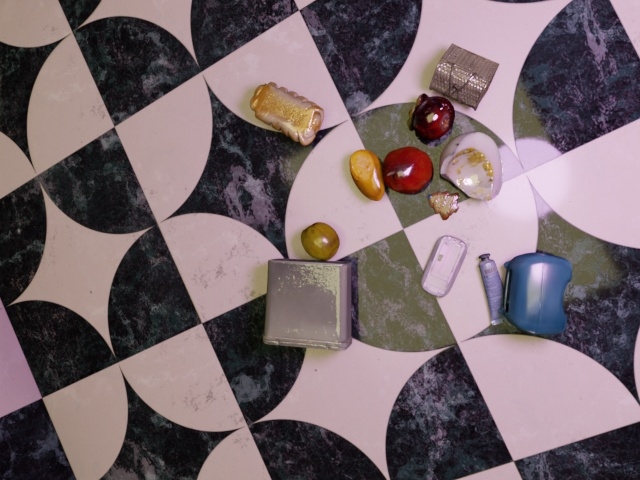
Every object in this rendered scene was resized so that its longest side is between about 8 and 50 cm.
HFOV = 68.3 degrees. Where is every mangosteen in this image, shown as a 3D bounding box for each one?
[{"bbox_3d":[0.410,-0.468,1.780,0.180,0.166,0.166,33,101,35],"label":"mangosteen"}]

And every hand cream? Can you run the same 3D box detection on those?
[{"bbox_3d":[0.661,0.184,1.801,0.091,0.058,0.272,-18,92,3],"label":"hand cream"}]

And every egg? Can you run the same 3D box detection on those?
[{"bbox_3d":[0.541,-0.283,1.751,0.271,0.161,0.206,36,75,-26],"label":"egg"}]

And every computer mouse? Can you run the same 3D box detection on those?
[{"bbox_3d":[0.479,0.100,1.838,0.125,0.056,0.245,22,99,13],"label":"computer mouse"}]

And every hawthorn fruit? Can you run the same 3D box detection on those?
[{"bbox_3d":[0.312,-0.265,1.781,0.189,0.251,0.190,6,99,41],"label":"hawthorn fruit"}]

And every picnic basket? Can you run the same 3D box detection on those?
[{"bbox_3d":[0.518,-0.588,1.719,0.196,0.134,0.154,30,59,11],"label":"picnic basket"}]

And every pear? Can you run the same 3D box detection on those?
[{"bbox_3d":[0.000,0.000,1.908,0.162,0.149,0.149,46,102,11],"label":"pear"}]

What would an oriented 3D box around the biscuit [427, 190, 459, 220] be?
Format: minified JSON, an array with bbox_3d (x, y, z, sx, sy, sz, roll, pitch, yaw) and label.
[{"bbox_3d":[0.477,-0.146,1.844,0.129,0.019,0.120,26,99,12],"label":"biscuit"}]

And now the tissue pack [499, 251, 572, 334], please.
[{"bbox_3d":[0.766,0.188,1.696,0.206,0.198,0.288,4,95,9],"label":"tissue pack"}]

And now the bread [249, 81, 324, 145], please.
[{"bbox_3d":[-0.137,-0.525,1.926,0.311,0.121,0.173,32,97,10],"label":"bread"}]

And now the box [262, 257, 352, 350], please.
[{"bbox_3d":[-0.046,0.253,1.924,0.351,0.177,0.344,2,93,15],"label":"box"}]

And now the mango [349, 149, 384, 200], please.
[{"bbox_3d":[0.193,-0.253,1.854,0.141,0.102,0.217,-34,71,37],"label":"mango"}]
